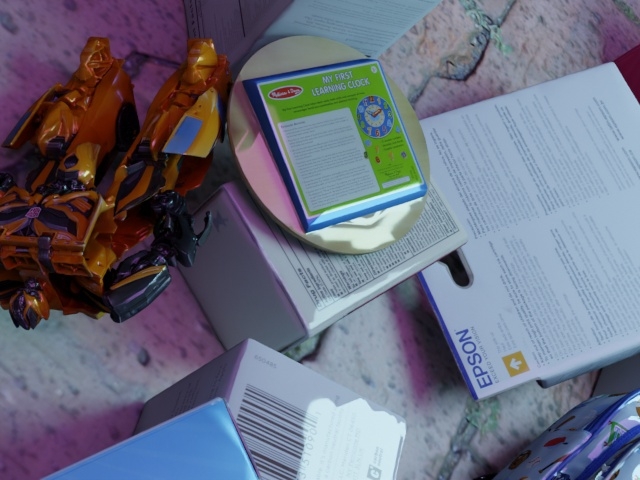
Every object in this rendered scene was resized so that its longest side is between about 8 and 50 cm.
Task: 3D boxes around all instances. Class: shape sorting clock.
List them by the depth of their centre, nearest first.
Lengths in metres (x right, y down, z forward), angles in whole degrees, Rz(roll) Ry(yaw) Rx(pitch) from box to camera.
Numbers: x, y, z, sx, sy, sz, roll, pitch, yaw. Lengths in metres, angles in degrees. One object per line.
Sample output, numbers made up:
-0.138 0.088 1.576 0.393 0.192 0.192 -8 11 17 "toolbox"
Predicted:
0.010 -0.085 0.840 0.206 0.040 0.206 11 70 -31 "shape sorting clock"

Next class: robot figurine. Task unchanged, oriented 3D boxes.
-0.182 -0.053 0.772 0.085 0.211 0.291 78 22 -43 "robot figurine"

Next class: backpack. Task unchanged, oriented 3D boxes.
0.307 0.268 0.919 0.263 0.213 0.276 -41 95 -30 "backpack"

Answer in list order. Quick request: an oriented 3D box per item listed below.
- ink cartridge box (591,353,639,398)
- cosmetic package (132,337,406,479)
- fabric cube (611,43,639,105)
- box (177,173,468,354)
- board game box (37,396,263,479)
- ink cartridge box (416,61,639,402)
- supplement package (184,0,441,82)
0.538 0.218 1.158 0.385 0.160 0.279 42 51 -12 "ink cartridge box"
-0.057 0.194 0.730 0.151 0.184 0.151 30 54 -20 "cosmetic package"
0.579 -0.149 1.301 0.254 0.259 0.258 21 58 -28 "fabric cube"
0.000 0.000 0.901 0.232 0.127 0.148 -26 84 -40 "box"
-0.223 0.213 0.525 0.308 0.302 0.086 -20 81 -39 "board game box"
0.247 -0.014 1.054 0.330 0.071 0.324 -18 67 -9 "ink cartridge box"
-0.017 -0.235 0.925 0.134 0.244 0.139 5 67 -33 "supplement package"
